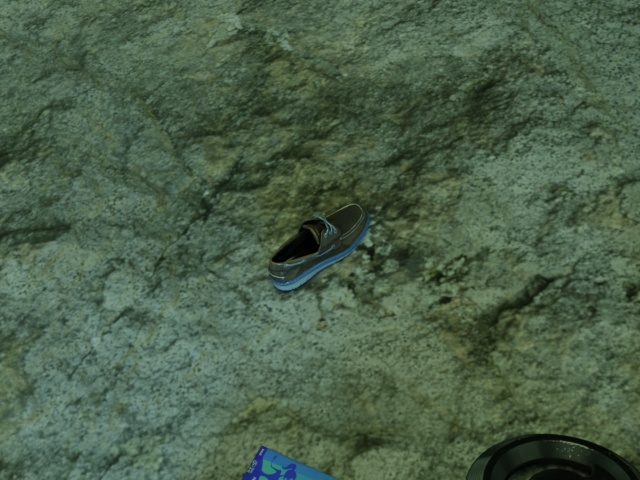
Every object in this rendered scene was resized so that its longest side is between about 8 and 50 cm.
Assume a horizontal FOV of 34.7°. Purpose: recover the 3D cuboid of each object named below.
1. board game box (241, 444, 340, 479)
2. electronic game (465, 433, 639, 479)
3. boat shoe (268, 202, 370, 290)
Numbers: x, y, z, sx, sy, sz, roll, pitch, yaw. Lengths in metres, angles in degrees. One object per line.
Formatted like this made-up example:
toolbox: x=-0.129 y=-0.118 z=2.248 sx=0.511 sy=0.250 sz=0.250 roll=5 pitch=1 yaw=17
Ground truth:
board game box: x=-0.020 y=0.368 z=1.270 sx=0.210 sy=0.047 sz=0.160 roll=19 pitch=61 yaw=23
electronic game: x=0.284 y=0.309 z=1.206 sx=0.229 sy=0.048 sz=0.229 roll=1 pitch=32 yaw=0
boat shoe: x=0.000 y=0.000 z=1.516 sx=0.183 sy=0.066 sz=0.066 roll=-42 pitch=57 yaw=-17
